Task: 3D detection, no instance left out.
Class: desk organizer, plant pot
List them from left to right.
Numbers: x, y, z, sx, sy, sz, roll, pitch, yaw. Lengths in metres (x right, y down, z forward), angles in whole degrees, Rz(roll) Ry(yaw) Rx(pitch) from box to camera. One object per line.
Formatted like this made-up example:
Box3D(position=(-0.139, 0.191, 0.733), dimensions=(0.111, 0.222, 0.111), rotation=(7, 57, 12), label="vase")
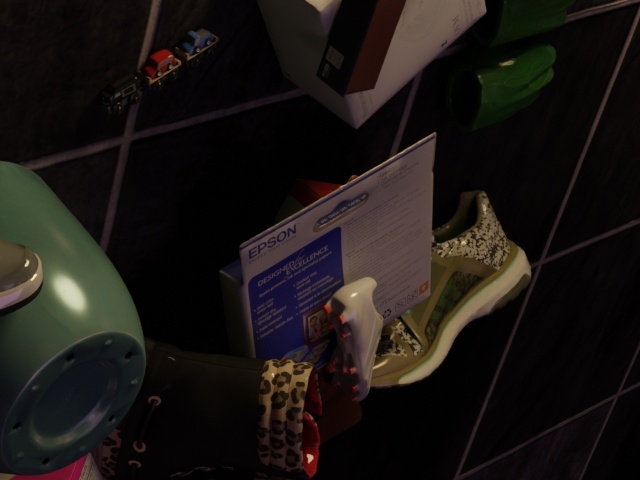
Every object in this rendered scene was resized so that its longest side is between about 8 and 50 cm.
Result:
Box3D(position=(-0.321, 0.102, 1.816), dimensions=(0.293, 0.235, 0.293), rotation=(-35, 147, -27), label="plant pot")
Box3D(position=(0.046, -0.222, 1.872), dimensions=(0.050, 0.047, 0.130), rotation=(-16, 137, -43), label="desk organizer")

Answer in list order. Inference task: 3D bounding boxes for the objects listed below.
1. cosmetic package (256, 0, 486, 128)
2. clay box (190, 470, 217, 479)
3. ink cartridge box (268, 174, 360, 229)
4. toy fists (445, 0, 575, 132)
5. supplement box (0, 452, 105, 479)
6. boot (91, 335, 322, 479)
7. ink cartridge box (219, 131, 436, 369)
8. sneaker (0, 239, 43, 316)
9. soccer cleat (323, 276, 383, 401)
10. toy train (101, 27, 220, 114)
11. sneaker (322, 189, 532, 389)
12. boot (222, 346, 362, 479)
Box3D(position=(0.055, -0.289, 1.991), dimensions=(0.225, 0.138, 0.224), rotation=(-42, 149, -13), label="cosmetic package")
Box3D(position=(-0.184, 0.380, 2.414), dimensions=(0.127, 0.053, 0.222), rotation=(-47, -176, -7), label="clay box")
Box3D(position=(0.000, 0.000, 2.290), dimensions=(0.134, 0.078, 0.231), rotation=(7, 118, -54), label="ink cartridge box")
Box3D(position=(0.252, -0.270, 2.323), dimensions=(0.142, 0.096, 0.279), rotation=(-19, 140, -27), label="toy fists")
Box3D(position=(-0.308, 0.361, 2.128), dimensions=(0.114, 0.111, 0.220), rotation=(-77, 152, -54), label="supplement box")
Box3D(position=(-0.145, 0.258, 2.172), dimensions=(0.138, 0.284, 0.377), rotation=(-76, 169, -47), label="boot")
Box3D(position=(0.012, 0.026, 2.199), dimensions=(0.303, 0.072, 0.307), rotation=(-30, 141, -24), label="ink cartridge box")
Box3D(position=(-0.404, -0.021, 1.610), dimensions=(0.295, 0.124, 0.178), rotation=(-1, 125, -10), label="sneaker")
Box3D(position=(0.050, 0.130, 2.230), dimensions=(0.076, 0.068, 0.196), rotation=(-34, 142, -26), label="soccer cleat")
Box3D(position=(-0.173, -0.188, 1.905), dimensions=(0.158, 0.027, 0.036), rotation=(-35, 136, -24), label="toy train")
Box3D(position=(0.131, 0.063, 2.503), dimensions=(0.410, 0.158, 0.182), rotation=(-39, 119, -37), label="sneaker")
Box3D(position=(-0.022, 0.202, 2.469), dimensions=(0.280, 0.096, 0.264), rotation=(-32, 125, -44), label="boot")
